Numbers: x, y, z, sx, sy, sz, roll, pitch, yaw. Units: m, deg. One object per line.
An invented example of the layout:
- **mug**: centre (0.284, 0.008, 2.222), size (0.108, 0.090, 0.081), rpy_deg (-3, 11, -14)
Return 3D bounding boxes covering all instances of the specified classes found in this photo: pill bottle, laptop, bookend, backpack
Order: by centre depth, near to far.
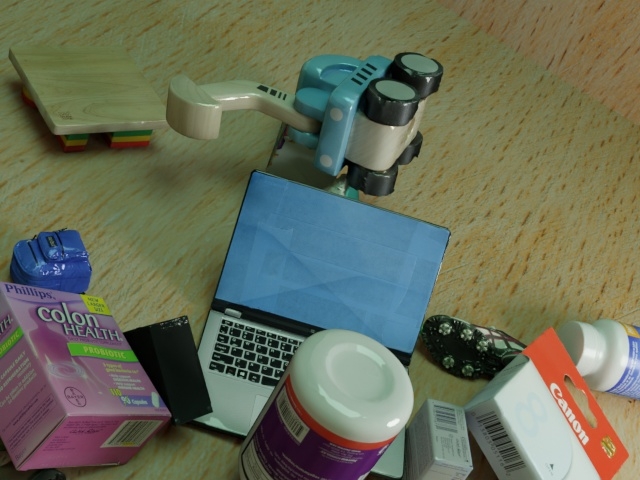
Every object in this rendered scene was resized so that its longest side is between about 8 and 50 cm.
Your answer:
- **pill bottle**: centre (-0.007, 0.290, 1.344), size (0.181, 0.323, 0.181), rpy_deg (17, 39, -14)
- **bookend**: centre (-0.258, 0.210, 1.456), size (0.072, 0.156, 0.157), rpy_deg (-14, 87, -42)
- **backpack**: centre (-0.455, 0.034, 1.544), size (0.120, 0.101, 0.098), rpy_deg (-8, 43, -33)
- **laptop**: centre (0.004, 0.136, 1.575), size (0.381, 0.236, 0.408), rpy_deg (17, 39, -5)
- **pill bottle**: centre (0.631, 0.249, 1.932), size (0.272, 0.152, 0.152), rpy_deg (15, 39, -18)

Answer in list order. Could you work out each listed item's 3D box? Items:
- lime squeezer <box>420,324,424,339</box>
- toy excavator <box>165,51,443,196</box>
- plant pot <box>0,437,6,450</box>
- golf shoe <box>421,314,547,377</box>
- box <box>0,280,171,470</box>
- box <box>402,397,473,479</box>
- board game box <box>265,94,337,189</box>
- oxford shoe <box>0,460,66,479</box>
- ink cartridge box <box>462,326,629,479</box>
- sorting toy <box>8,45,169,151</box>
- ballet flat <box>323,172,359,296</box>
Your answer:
- **lime squeezer**: centre (0.187, 0.084, 1.940), size (0.110, 0.058, 0.310), rpy_deg (49, 29, -25)
- **toy excavator**: centre (-0.030, -0.265, 1.869), size (0.445, 0.222, 0.433), rpy_deg (23, 37, 14)
- **plant pot**: centre (-0.441, 0.266, 1.312), size (0.079, 0.083, 0.083), rpy_deg (17, 37, -35)
- **golf shoe**: centre (0.317, 0.216, 1.838), size (0.272, 0.105, 0.120), rpy_deg (27, 21, -11)
- **box**: centre (-0.370, 0.195, 1.331), size (0.243, 0.117, 0.213), rpy_deg (52, 17, 28)
- **box**: centre (0.188, 0.359, 1.539), size (0.072, 0.137, 0.126), rpy_deg (15, 39, -13)
- **board game box**: centre (-0.020, -0.226, 2.077), size (0.144, 0.142, 0.275), rpy_deg (23, 38, -8)
- **oxford shoe**: centre (-0.447, 0.356, 1.205), size (0.096, 0.083, 0.227), rpy_deg (30, 29, 16)
- **ink cartridge box**: centre (0.445, 0.346, 1.671), size (0.385, 0.091, 0.308), rpy_deg (-28, 86, -47)
- **sorting toy**: centre (-0.481, -0.290, 1.906), size (0.257, 0.089, 0.255), rpy_deg (-9, 51, -38)
- **ballet flat**: centre (0.000, 0.000, 1.849), size (0.147, 0.147, 0.409), rpy_deg (21, 38, -9)
